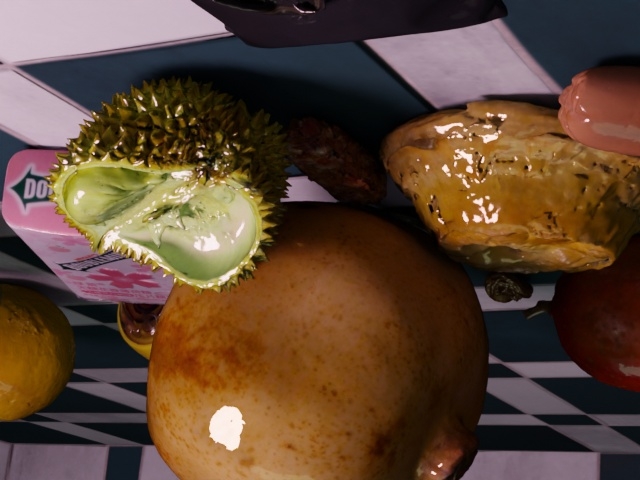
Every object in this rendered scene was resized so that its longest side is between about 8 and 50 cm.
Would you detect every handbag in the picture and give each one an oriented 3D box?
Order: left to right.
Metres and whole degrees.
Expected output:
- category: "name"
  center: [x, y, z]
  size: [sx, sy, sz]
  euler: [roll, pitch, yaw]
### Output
- category: "handbag"
  center: [-0.010, -0.207, 1.059]
  size: [0.254, 0.088, 0.211]
  euler: [2, 166, 26]

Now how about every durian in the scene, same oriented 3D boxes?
- category: "durian"
  center: [-0.139, -0.062, 1.392]
  size: [0.237, 0.176, 0.200]
  euler: [12, 144, 13]

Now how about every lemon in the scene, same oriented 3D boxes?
- category: "lemon"
  center: [-0.518, 0.183, 2.289]
  size: [0.236, 0.236, 0.263]
  euler: [7, -166, -6]

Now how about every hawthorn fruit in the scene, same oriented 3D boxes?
- category: "hawthorn fruit"
  center: [0.375, 0.090, 1.731]
  size: [0.253, 0.205, 0.205]
  euler: [0, 163, 14]

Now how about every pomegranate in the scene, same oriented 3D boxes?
- category: "pomegranate"
  center: [0.005, 0.160, 1.552]
  size: [0.417, 0.416, 0.416]
  euler: [5, 164, 1]

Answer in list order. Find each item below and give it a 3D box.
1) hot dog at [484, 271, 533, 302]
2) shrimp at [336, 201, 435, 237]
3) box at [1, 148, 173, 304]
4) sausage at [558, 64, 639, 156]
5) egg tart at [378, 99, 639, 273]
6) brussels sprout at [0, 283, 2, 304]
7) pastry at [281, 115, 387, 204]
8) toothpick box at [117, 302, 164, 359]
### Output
- category: "hot dog"
  center: [0.267, 0.067, 1.978]
  size: [0.058, 0.035, 0.083]
  euler: [-11, 158, 34]
- category: "shrimp"
  center: [0.000, 0.000, 1.770]
  size: [0.272, 0.085, 0.445]
  euler: [-15, 155, 36]
- category: "box"
  center: [-0.264, -0.004, 1.778]
  size: [0.190, 0.112, 0.369]
  euler: [5, 163, 6]
- category: "sausage"
  center: [0.361, -0.111, 1.263]
  size: [0.289, 0.086, 0.086]
  euler: [7, 164, 2]
- category: "egg tart"
  center: [0.224, -0.041, 1.475]
  size: [0.341, 0.129, 0.341]
  euler: [4, 165, 1]
- category: "brussels sprout"
  center: [-0.575, 0.079, 1.884]
  size: [0.289, 0.281, 0.355]
  euler: [-20, 177, 20]
- category: "pastry"
  center: [0.013, -0.090, 1.494]
  size: [0.087, 0.063, 0.169]
  euler: [2, 161, 31]
- category: "toothpick box"
  center: [-0.176, 0.131, 2.102]
  size: [0.175, 0.175, 0.271]
  euler: [-6, 157, 34]
